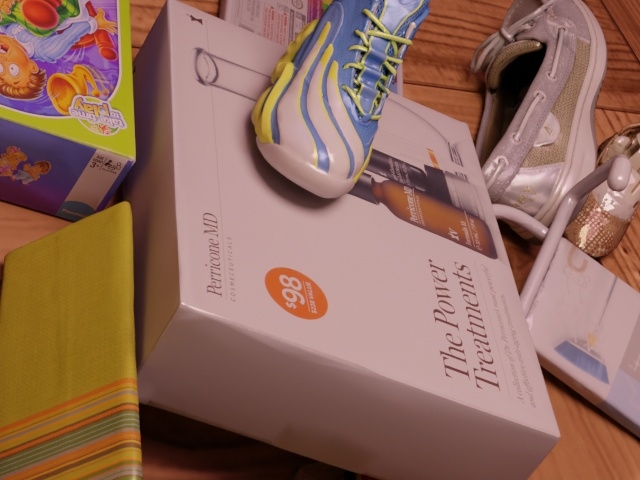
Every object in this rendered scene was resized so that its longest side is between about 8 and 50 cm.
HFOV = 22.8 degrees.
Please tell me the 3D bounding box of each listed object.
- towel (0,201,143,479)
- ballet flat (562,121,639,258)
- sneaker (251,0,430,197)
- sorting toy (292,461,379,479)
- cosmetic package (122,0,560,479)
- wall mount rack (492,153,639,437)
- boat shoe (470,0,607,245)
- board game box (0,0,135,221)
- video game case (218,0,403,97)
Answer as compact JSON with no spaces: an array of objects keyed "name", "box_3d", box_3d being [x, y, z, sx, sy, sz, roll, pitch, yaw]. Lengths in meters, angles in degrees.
[{"name":"towel","box_3d":[-0.156,0.083,0.991,0.021,0.102,0.237,53,21,-44]},{"name":"ballet flat","box_3d":[0.280,-0.058,1.507,0.073,0.067,0.206,37,38,-4]},{"name":"sneaker","box_3d":[0.019,-0.132,1.144,0.091,0.126,0.240,26,30,-12]},{"name":"sorting toy","box_3d":[0.062,0.195,1.091,0.274,0.046,0.132,-6,56,-42]},{"name":"cosmetic package","box_3d":[0.000,0.000,1.159,0.284,0.097,0.377,19,33,-21]},{"name":"wall mount rack","box_3d":[0.254,0.106,1.266,0.350,0.130,0.304,35,54,-10]},{"name":"boat shoe","box_3d":[0.191,-0.136,1.478,0.103,0.118,0.320,29,45,-19]},{"name":"board game box","box_3d":[-0.305,-0.163,1.125,0.347,0.078,0.233,17,43,-26]},{"name":"video game case","box_3d":[-0.008,-0.170,1.422,0.183,0.023,0.201,23,39,-19]}]
